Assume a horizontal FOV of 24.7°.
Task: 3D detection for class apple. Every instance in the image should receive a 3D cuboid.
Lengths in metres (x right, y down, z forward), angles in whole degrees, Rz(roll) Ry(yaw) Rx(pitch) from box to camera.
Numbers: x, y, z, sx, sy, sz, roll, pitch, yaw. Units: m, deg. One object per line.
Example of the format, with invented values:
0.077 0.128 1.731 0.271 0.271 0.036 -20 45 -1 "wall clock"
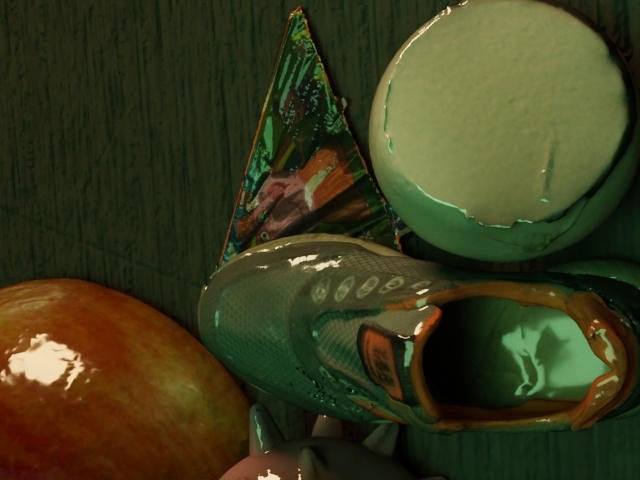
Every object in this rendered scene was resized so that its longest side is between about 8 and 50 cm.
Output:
-0.212 0.153 1.137 0.346 0.179 0.254 10 66 28 "apple"

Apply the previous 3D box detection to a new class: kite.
0.000 0.000 1.076 0.234 0.016 0.321 -27 83 31 "kite"

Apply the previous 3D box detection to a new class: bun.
0.118 -0.066 0.934 0.172 0.120 0.173 -3 71 9 "bun"

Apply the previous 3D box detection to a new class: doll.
-0.014 0.217 1.025 0.262 0.093 0.211 2 63 -4 "doll"

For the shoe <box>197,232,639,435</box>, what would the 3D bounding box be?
0.056 0.071 0.942 0.336 0.171 0.132 3 96 20 "shoe"
